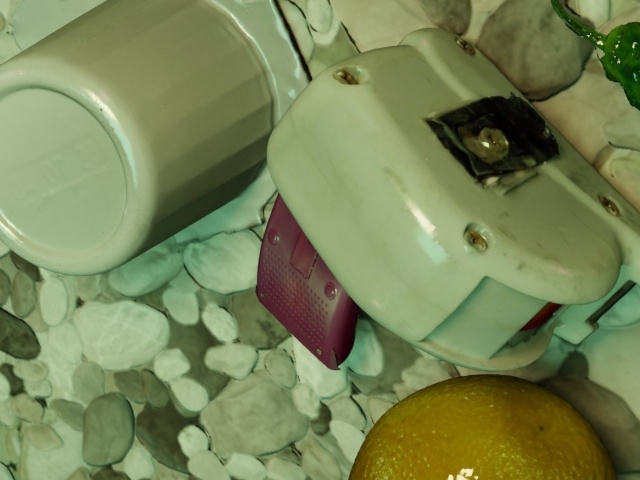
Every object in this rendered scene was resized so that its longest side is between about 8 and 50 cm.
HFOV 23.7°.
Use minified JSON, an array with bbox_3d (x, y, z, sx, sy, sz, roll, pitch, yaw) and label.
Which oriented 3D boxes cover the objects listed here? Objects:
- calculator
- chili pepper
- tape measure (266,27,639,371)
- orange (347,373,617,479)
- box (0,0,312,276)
[{"bbox_3d":[0.000,0.000,1.272,0.126,0.034,0.190,43,127,38],"label":"calculator"},{"bbox_3d":[0.288,-0.122,1.079,0.279,0.065,0.122,7,100,23],"label":"chili pepper"},{"bbox_3d":[0.108,-0.029,1.109,0.258,0.265,0.130,50,123,10],"label":"tape measure"},{"bbox_3d":[0.127,0.217,1.213,0.236,0.236,0.236,11,115,24],"label":"orange"},{"bbox_3d":[-0.184,-0.104,1.247,0.291,0.206,0.262,32,121,10],"label":"box"}]
